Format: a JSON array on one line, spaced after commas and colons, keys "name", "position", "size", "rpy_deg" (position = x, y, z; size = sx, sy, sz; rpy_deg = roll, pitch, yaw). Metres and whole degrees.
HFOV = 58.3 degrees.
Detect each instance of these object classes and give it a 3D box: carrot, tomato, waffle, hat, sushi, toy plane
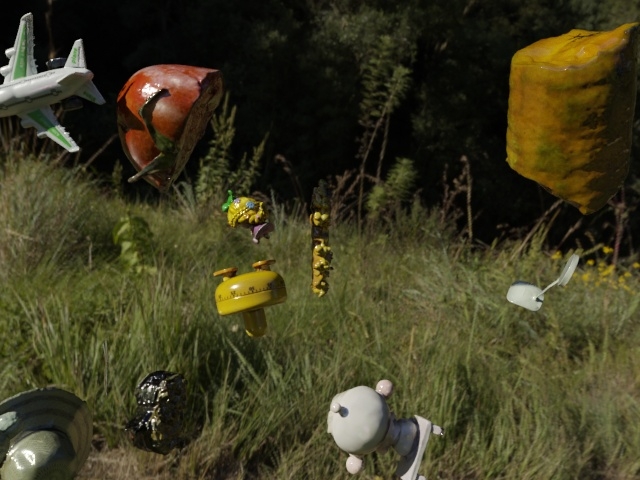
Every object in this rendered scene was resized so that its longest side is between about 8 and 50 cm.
[{"name": "carrot", "position": [0.499, -0.254, 1.148], "size": [0.242, 0.340, 0.241], "rpy_deg": [-7, 29, 4]}, {"name": "tomato", "position": [-0.324, -0.262, 1.182], "size": [0.170, 0.309, 0.308], "rpy_deg": [29, 40, -11]}, {"name": "waffle", "position": [0.000, 0.000, 1.277], "size": [0.051, 0.231, 0.228], "rpy_deg": [-1, 38, -3]}, {"name": "hat", "position": [-0.485, 0.392, 0.991], "size": [0.252, 0.251, 0.110], "rpy_deg": [-25, 33, -39]}, {"name": "sushi", "position": [-0.427, 0.452, 1.512], "size": [0.115, 0.212, 0.147], "rpy_deg": [0, -12, 42]}, {"name": "toy plane", "position": [-0.529, -0.276, 1.071], "size": [0.256, 0.250, 0.101], "rpy_deg": [-14, 11, 11]}]

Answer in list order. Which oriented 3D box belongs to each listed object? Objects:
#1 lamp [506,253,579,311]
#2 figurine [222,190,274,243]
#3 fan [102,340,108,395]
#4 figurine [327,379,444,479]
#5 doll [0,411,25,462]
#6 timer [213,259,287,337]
[{"name": "lamp", "position": [0.336, 0.062, 0.871], "size": [0.056, 0.198, 0.050], "rpy_deg": [28, 73, 13]}, {"name": "figurine", "position": [-0.190, -0.080, 1.492], "size": [0.095, 0.114, 0.156], "rpy_deg": [-22, 55, -40]}, {"name": "fan", "position": [-0.600, 0.337, 1.605], "size": [0.009, 0.131, 0.220], "rpy_deg": [1, 14, -23]}, {"name": "figurine", "position": [0.112, 0.391, 1.174], "size": [0.257, 0.181, 0.144], "rpy_deg": [25, 10, -19]}, {"name": "doll", "position": [-0.476, 0.288, 0.747], "size": [0.214, 0.104, 0.071], "rpy_deg": [-37, 106, -75]}, {"name": "timer", "position": [-0.100, 0.091, 0.847], "size": [0.107, 0.107, 0.109], "rpy_deg": [-10, 84, -29]}]
